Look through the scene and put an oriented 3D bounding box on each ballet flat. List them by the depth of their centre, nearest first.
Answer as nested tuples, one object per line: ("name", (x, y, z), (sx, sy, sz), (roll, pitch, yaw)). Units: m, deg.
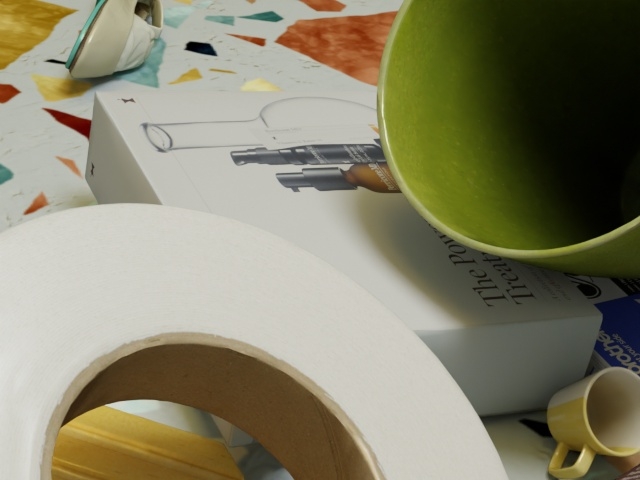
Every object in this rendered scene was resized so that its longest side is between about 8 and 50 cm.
("ballet flat", (-0.209, -0.230, 1.494), (0.086, 0.086, 0.248), (5, 31, -1))

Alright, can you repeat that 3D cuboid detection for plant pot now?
("plant pot", (0.233, -0.082, 1.051), (0.275, 0.275, 0.293), (34, 5, 37))

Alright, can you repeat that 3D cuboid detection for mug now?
("mug", (0.187, 0.127, 0.993), (0.078, 0.062, 0.064), (-21, -1, -29))

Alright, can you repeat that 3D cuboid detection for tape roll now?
("tape roll", (-0.062, 0.155, 0.748), (0.392, 0.072, 0.392), (19, 47, -22))

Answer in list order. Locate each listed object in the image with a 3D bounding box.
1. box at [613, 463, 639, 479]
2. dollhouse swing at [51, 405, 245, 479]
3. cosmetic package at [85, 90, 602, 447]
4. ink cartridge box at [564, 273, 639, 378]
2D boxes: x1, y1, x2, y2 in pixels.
("box", (0.266, 0.177, 0.726), (0.381, 0.143, 0.191), (-27, 85, -25))
("dollhouse swing", (-0.228, 0.097, 0.799), (0.305, 0.315, 0.347), (3, 30, 17))
("cosmetic package", (0.000, 0.000, 1.115), (0.284, 0.097, 0.377), (-5, 34, -25))
("ink cartridge box", (0.221, 0.060, 1.124), (0.097, 0.046, 0.207), (-11, 36, -22))
